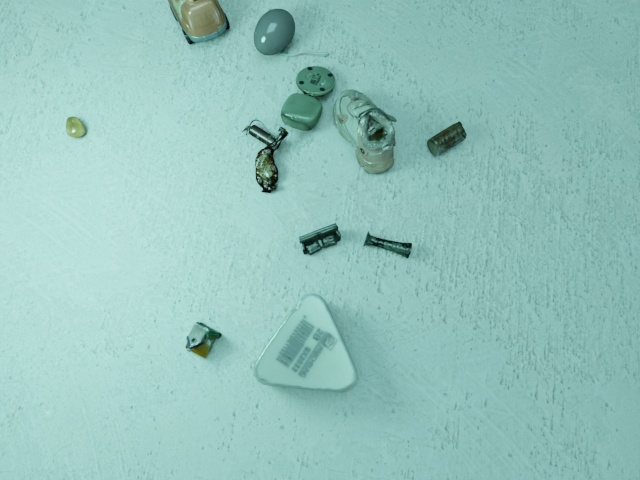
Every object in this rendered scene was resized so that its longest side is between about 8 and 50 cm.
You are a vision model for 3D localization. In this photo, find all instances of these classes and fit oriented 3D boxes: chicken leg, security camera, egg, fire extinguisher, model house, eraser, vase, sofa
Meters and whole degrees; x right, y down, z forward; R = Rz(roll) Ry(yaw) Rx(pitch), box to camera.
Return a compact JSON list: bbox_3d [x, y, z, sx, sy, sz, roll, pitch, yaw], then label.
[{"bbox_3d":[-0.189,-0.303,1.684,0.105,0.051,0.253,13,92,10],"label":"chicken leg"},{"bbox_3d":[-0.045,-0.561,1.767,0.157,0.080,0.302,19,65,8],"label":"security camera"},{"bbox_3d":[-0.186,-0.832,1.802,0.146,0.146,0.199,33,85,9],"label":"egg"},{"bbox_3d":[-0.225,-0.413,1.734,0.157,0.045,0.078,33,116,9],"label":"fire extinguisher"},{"bbox_3d":[-0.398,0.335,1.503,0.087,0.101,0.100,28,78,6],"label":"model house"},{"bbox_3d":[-0.040,0.331,1.480,0.331,0.150,0.331,0,73,0],"label":"eraser"},{"bbox_3d":[0.241,0.015,1.613,0.167,0.059,0.059,15,75,4],"label":"vase"},{"bbox_3d":[0.000,0.000,1.604,0.147,0.085,0.060,-21,72,-6],"label":"sofa"}]

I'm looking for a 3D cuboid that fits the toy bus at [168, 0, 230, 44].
[{"bbox_3d":[-0.505,-0.951,1.796,0.194,0.232,0.288,-27,78,-4],"label":"toy bus"}]

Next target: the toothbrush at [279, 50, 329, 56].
[{"bbox_3d":[-0.066,-0.766,1.851,0.204,0.017,0.022,2,94,1],"label":"toothbrush"}]

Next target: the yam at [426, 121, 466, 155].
[{"bbox_3d":[0.482,-0.387,1.714,0.141,0.079,0.079,-30,77,-6],"label":"yam"}]

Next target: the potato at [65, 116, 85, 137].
[{"bbox_3d":[-0.950,-0.438,1.739,0.068,0.062,0.083,-24,105,-33],"label":"potato"}]

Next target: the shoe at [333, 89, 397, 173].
[{"bbox_3d":[0.177,-0.436,1.665,0.171,0.198,0.351,-27,77,-9],"label":"shoe"}]
